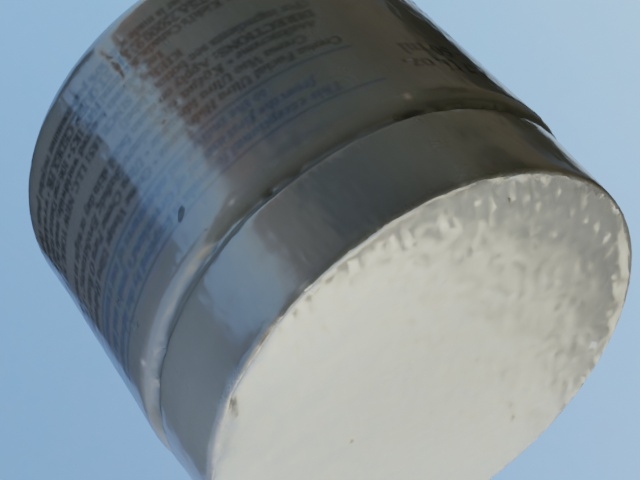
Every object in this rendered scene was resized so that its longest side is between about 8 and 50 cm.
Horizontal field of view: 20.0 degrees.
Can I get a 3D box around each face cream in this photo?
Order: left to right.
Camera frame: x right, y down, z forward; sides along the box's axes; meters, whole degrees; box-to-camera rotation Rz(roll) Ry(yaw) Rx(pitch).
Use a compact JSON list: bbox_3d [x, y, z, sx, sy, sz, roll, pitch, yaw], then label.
[{"bbox_3d":[0.000,0.000,0.665,0.177,0.177,0.153,13,-150,-46],"label":"face cream"}]
